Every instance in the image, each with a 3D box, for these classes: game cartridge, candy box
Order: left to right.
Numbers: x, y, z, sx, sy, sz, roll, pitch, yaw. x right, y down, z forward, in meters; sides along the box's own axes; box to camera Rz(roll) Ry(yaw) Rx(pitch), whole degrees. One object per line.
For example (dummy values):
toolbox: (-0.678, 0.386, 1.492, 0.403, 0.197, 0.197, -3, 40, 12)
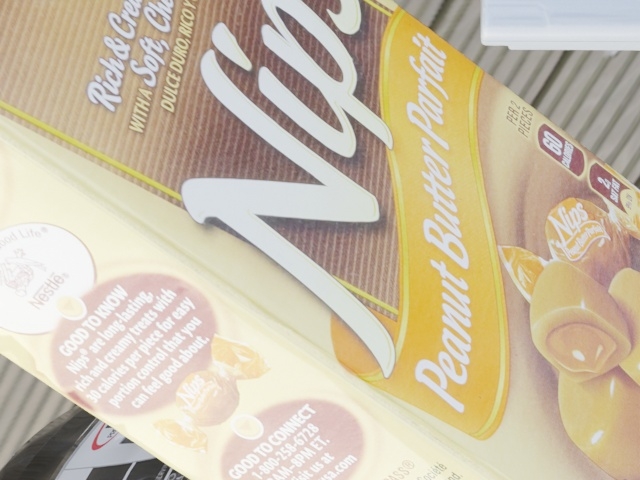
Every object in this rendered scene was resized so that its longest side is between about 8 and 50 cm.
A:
candy box: (0.000, 0.000, 0.616, 0.316, 0.183, 0.087, 36, 129, -14)
game cartridge: (0.248, -0.321, 1.683, 0.198, 0.062, 0.297, -1, 70, 6)

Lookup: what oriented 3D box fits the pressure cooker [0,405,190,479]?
pressure cooker: (0.003, 0.242, 0.895, 0.420, 0.370, 0.375, -6, 71, 41)
